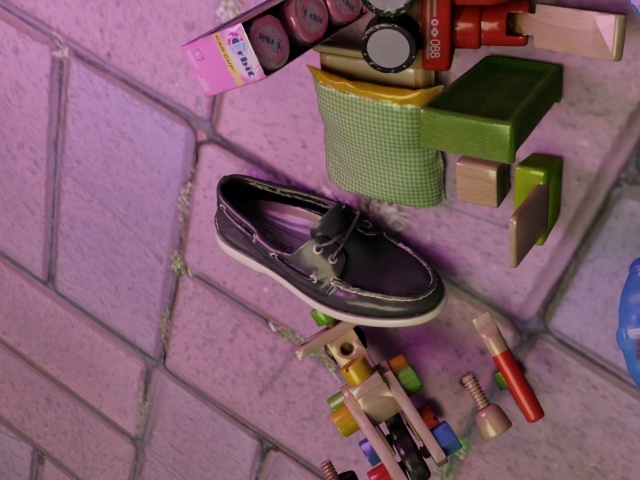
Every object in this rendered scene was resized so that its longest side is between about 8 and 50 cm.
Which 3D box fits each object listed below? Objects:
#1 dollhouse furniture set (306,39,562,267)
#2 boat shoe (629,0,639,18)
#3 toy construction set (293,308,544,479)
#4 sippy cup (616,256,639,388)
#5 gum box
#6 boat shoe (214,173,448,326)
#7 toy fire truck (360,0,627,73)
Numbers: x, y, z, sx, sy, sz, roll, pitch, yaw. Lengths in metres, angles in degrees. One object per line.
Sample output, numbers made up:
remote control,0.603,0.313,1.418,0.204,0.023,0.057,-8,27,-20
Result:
dollhouse furniture set,0.094,-0.092,1.050,0.301,0.151,0.197,14,128,29
boat shoe,0.310,-0.235,0.835,0.109,0.089,0.258,-18,88,56
toy construction set,0.092,0.166,1.212,0.309,0.257,0.237,-28,88,24
sippy cup,0.412,0.078,0.901,0.224,0.240,0.305,-11,78,52
gum box,-0.044,-0.228,1.043,0.107,0.188,0.062,-7,115,48
boat shoe,0.002,-0.003,1.203,0.340,0.127,0.113,27,144,32
toy fire truck,0.162,-0.258,0.915,0.246,0.158,0.217,4,129,11
